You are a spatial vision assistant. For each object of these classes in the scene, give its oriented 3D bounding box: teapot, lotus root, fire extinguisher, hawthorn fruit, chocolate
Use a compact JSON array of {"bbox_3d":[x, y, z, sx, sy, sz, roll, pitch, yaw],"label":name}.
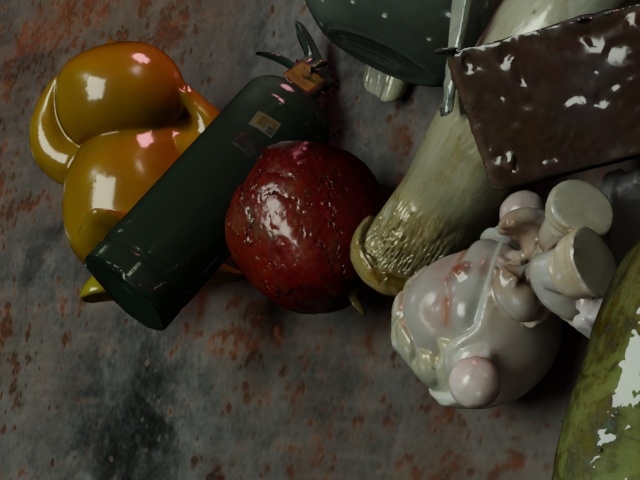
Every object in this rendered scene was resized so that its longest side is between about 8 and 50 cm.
[{"bbox_3d":[0.103,-0.259,1.470,0.183,0.183,0.251,17,78,53],"label":"teapot"},{"bbox_3d":[0.243,0.092,1.143,0.173,0.173,0.309,14,90,53],"label":"lotus root"},{"bbox_3d":[-0.083,-0.064,1.613,0.311,0.114,0.095,-47,-5,-21],"label":"fire extinguisher"},{"bbox_3d":[0.000,0.000,1.518,0.172,0.148,0.148,50,117,32],"label":"hawthorn fruit"},{"bbox_3d":[0.241,-0.113,1.202,0.321,0.112,0.112,-11,93,29],"label":"chocolate"}]

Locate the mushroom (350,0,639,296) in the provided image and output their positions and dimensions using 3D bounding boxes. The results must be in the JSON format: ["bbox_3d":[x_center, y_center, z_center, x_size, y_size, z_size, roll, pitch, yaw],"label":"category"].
[{"bbox_3d":[0.145,-0.101,1.385,0.095,0.123,0.351,47,114,27],"label":"mushroom"}]

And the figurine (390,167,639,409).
[{"bbox_3d":[0.150,0.042,1.321,0.257,0.145,0.182,-26,60,50],"label":"figurine"}]

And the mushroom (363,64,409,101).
[{"bbox_3d":[0.074,-0.220,1.583,0.059,0.054,0.202,3,84,58],"label":"mushroom"}]

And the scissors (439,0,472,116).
[{"bbox_3d":[0.111,-0.196,1.336,0.110,0.021,0.212,180,97,-67],"label":"scissors"}]

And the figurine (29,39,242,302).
[{"bbox_3d":[-0.175,-0.064,1.707,0.215,0.215,0.228,-33,46,41],"label":"figurine"}]
